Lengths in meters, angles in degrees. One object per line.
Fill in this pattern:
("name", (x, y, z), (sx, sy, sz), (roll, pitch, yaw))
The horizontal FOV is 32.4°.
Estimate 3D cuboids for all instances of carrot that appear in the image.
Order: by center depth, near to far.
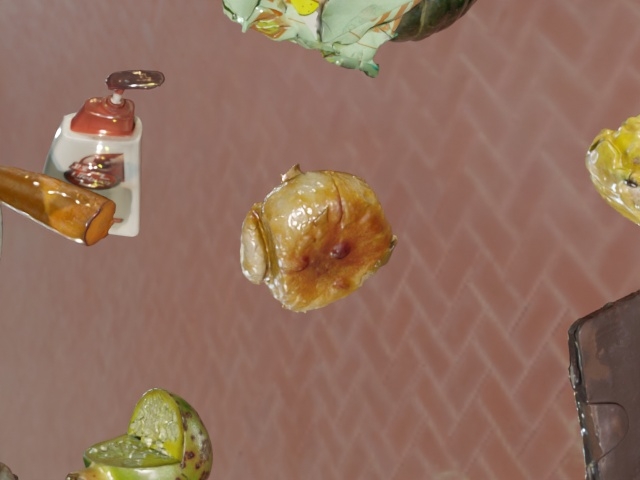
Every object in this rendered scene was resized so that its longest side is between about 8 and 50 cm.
("carrot", (-0.366, -0.055, 1.399), (0.072, 0.205, 0.072), (20, -90, -83))

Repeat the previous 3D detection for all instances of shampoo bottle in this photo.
("shampoo bottle", (-0.291, -0.123, 1.500), (0.284, 0.153, 0.071), (118, 157, -45))

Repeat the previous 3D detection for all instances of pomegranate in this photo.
("pomegranate", (-0.196, 0.256, 1.229), (0.143, 0.169, 0.122), (3, 129, 38))

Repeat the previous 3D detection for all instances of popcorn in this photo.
("popcorn", (0.406, -0.084, 1.338), (0.167, 0.152, 0.148), (37, 140, 18))

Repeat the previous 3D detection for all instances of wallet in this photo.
("wallet", (0.426, 0.233, 1.525), (0.042, 0.165, 0.309), (8, 114, 57))

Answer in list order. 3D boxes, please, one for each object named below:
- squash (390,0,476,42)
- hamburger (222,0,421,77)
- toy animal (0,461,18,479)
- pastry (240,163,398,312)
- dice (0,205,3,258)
("squash", (0.077, -0.310, 1.174), (0.172, 0.218, 0.218), (125, 140, -79))
("hamburger", (0.010, -0.246, 0.932), (0.125, 0.214, 0.235), (53, 178, 45))
("toy animal", (-0.495, 0.299, 1.461), (0.127, 0.125, 0.251), (36, 158, 40))
("pastry", (0.000, 0.000, 1.544), (0.100, 0.229, 0.218), (52, 136, 43))
("dice", (-0.509, 0.000, 1.126), (0.264, 0.268, 0.262), (-20, 59, 25))
